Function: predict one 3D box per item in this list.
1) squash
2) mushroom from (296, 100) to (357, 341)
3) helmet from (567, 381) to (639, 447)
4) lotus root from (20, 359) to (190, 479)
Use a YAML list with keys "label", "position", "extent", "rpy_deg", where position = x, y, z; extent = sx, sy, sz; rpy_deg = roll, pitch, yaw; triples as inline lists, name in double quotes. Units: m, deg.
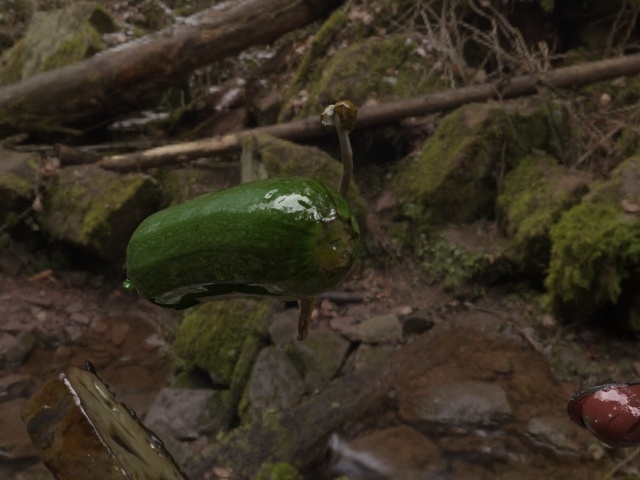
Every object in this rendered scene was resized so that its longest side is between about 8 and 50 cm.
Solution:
- label: "squash"
  position: [-0.056, 0.004, 0.430]
  extent: [0.068, 0.077, 0.219]
  rpy_deg: [30, -28, -35]
- label: "mushroom"
  position: [0.001, 0.005, 0.574]
  extent: [0.026, 0.286, 0.028]
  rpy_deg: [-1, 47, -9]
- label: "helmet"
  position: [0.289, 0.176, 0.687]
  extent: [0.084, 0.065, 0.049]
  rpy_deg: [-12, 33, 7]
- label: "lotus root"
  position: [-0.201, 0.243, 0.727]
  extent: [0.074, 0.261, 0.170]
  rpy_deg: [-41, -3, -8]
